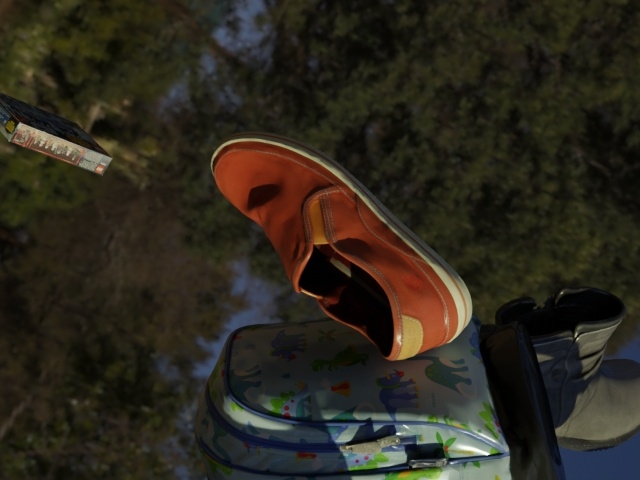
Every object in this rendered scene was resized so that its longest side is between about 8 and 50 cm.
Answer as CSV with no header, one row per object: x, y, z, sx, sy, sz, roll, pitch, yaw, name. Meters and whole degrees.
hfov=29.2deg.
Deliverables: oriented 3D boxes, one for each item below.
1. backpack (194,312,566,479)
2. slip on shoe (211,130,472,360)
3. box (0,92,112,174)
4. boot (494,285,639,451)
0.051,0.197,1.259,0.356,0.273,0.290,-16,-149,12,backpack
0.000,0.000,1.225,0.101,0.331,0.123,-30,148,-35,slip on shoe
-0.315,-0.125,1.402,0.094,0.137,0.027,41,-77,39,box
0.330,0.154,1.521,0.118,0.338,0.222,48,-47,36,boot
